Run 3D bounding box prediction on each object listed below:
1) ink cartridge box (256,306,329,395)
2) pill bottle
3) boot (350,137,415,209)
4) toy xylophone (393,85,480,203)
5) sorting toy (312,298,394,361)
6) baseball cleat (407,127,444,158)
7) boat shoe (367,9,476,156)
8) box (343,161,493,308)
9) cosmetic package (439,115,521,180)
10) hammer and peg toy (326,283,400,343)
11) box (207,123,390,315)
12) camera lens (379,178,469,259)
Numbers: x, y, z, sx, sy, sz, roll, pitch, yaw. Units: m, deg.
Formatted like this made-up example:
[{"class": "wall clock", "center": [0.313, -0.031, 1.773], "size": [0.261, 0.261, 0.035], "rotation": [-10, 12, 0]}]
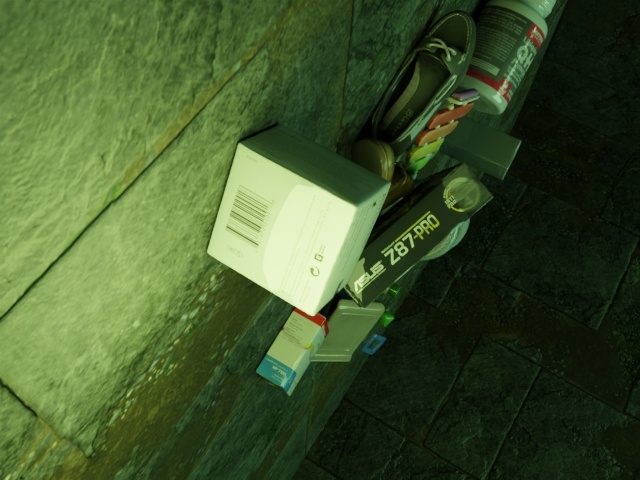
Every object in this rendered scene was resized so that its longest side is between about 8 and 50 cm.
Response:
[{"class": "ink cartridge box", "center": [-0.049, 0.234, 1.667], "size": [0.231, 0.078, 0.134], "rotation": [-58, 166, -15]}, {"class": "pill bottle", "center": [0.454, -0.492, 1.800], "size": [0.318, 0.176, 0.176], "rotation": [-61, 166, 1]}, {"class": "boot", "center": [0.127, -0.134, 1.407], "size": [0.115, 0.112, 0.305], "rotation": [-18, 167, -4]}, {"class": "toy xylophone", "center": [0.240, -0.232, 1.626], "size": [0.236, 0.081, 0.322], "rotation": [-32, 159, -44]}, {"class": "sorting toy", "center": [0.057, 0.232, 1.897], "size": [0.348, 0.047, 0.196], "rotation": [10, 119, -45]}, {"class": "baseball cleat", "center": [0.283, -0.246, 1.908], "size": [0.206, 0.072, 0.109], "rotation": [-46, 167, -36]}, {"class": "boat shoe", "center": [0.204, -0.308, 1.409], "size": [0.335, 0.112, 0.095], "rotation": [-58, 171, 3]}, {"class": "box", "center": [0.163, -0.013, 1.471], "size": [0.318, 0.097, 0.395], "rotation": [-39, -178, 1]}, {"class": "cosmetic package", "center": [0.443, -0.275, 2.063], "size": [0.107, 0.238, 0.127], "rotation": [-60, 166, -6]}, {"class": "hammer and peg toy", "center": [0.123, 0.195, 2.100], "size": [0.266, 0.127, 0.361], "rotation": [-37, 153, -58]}, {"class": "box", "center": [-0.032, -0.030, 0.970], "size": [0.119, 0.182, 0.180], "rotation": [-39, 154, -56]}, {"class": "camera lens", "center": [0.290, -0.061, 1.987], "size": [0.219, 0.220, 0.274], "rotation": [-64, 166, 13]}]
